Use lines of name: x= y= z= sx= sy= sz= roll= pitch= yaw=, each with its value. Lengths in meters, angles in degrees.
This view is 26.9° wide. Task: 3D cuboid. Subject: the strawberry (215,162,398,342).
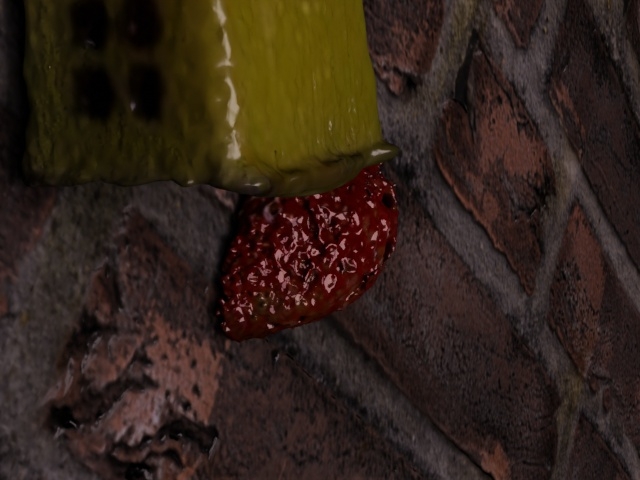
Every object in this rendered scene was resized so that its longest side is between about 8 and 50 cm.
strawberry: x=0.001 y=-0.003 z=0.997 sx=0.192 sy=0.085 sz=0.140 roll=-19 pitch=112 yaw=-56

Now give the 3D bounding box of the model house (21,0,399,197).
model house: x=-0.063 y=-0.148 z=0.772 sx=0.193 sy=0.174 sz=0.234 roll=-20 pitch=115 yaw=-57
